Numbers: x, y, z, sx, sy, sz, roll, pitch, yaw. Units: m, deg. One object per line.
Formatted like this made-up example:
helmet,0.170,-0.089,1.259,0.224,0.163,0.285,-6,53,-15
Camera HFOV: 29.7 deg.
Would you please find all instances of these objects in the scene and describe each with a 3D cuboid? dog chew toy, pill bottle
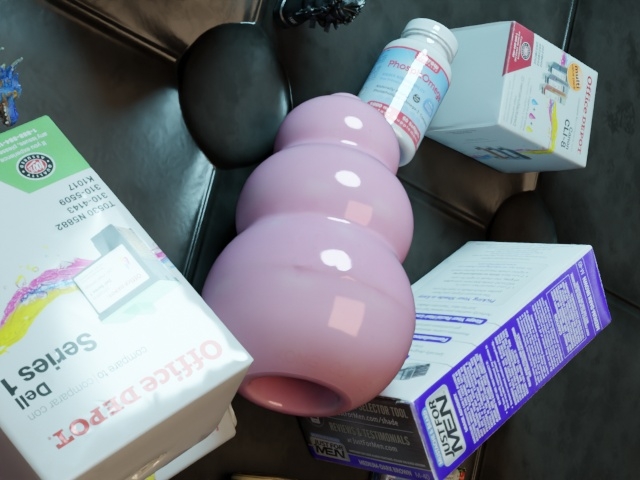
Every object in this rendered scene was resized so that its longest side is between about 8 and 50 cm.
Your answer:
dog chew toy,0.000,0.000,1.189,0.207,0.207,0.331,34,53,-38
pill bottle,0.093,-0.166,1.341,0.087,0.087,0.160,45,61,-34

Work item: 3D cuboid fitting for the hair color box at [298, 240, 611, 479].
hair color box,0.148,0.121,1.326,0.339,0.185,0.110,-32,112,-38

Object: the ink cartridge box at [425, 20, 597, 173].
ink cartridge box,0.225,-0.165,1.437,0.176,0.127,0.128,19,77,-42

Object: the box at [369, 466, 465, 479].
box,0.109,0.298,1.397,0.137,0.027,0.094,21,77,-41

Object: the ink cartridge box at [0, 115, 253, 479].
ink cartridge box,-0.220,0.064,0.937,0.201,0.117,0.278,-31,72,-39

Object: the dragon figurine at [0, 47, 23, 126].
dragon figurine,-0.337,-0.207,0.942,0.144,0.085,0.289,-38,119,-38

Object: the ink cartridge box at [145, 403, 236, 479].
ink cartridge box,-0.195,0.150,1.070,0.212,0.093,0.154,-28,109,-36

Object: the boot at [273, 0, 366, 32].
boot,0.010,-0.270,1.255,0.045,0.099,0.121,40,64,-37

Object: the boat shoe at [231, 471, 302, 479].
boat shoe,-0.024,0.280,1.248,0.178,0.064,0.060,28,69,-42
